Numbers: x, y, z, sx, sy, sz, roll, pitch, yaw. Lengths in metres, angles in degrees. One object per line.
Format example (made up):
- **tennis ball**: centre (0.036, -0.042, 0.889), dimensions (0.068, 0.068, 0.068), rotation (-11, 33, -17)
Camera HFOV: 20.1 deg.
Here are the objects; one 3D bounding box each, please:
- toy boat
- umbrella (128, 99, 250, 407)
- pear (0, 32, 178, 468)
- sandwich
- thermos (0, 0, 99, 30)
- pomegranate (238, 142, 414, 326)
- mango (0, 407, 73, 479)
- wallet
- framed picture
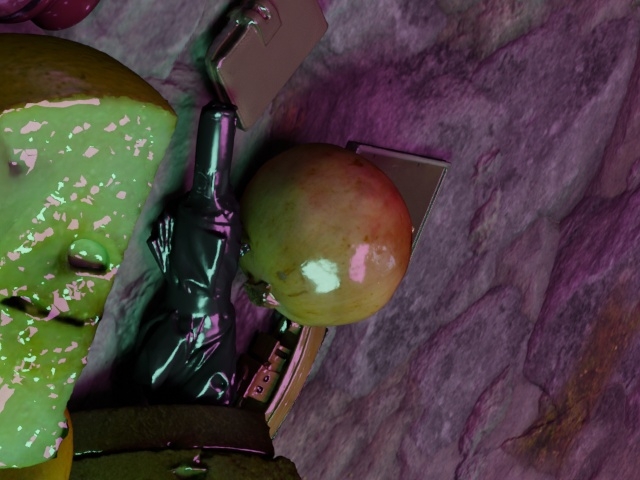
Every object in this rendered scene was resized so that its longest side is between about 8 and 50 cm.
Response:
- **toy boat**: centre (-0.063, 0.152, 1.985), dimensions (0.072, 0.064, 0.206), rotation (27, 89, -38)
- **umbrella**: centre (-0.118, 0.026, 1.780), dimensions (0.118, 0.118, 0.340), rotation (-18, 126, -47)
- **pear**: centre (-0.317, -0.012, 1.394), dimensions (0.318, 0.238, 0.342), rotation (7, 113, -42)
- **sandwich**: centre (-0.163, 0.245, 1.798), dimensions (0.292, 0.109, 0.212), rotation (-10, 150, 4)
- **thermos**: centre (-0.285, -0.228, 1.372), dimensions (0.330, 0.109, 0.136), rotation (24, 84, -57)
- **pomegranate**: centre (0.002, -0.003, 1.848), dimensions (0.191, 0.191, 0.191), rotation (-32, 136, -37)
- **mango**: centre (-0.299, 0.208, 1.653), dimensions (0.195, 0.137, 0.098), rotation (-70, -168, -20)
- **wallet**: centre (-0.055, -0.195, 1.770), dimensions (0.152, 0.039, 0.118), rotation (-51, 147, -23)
- **framed picture**: centre (0.068, -0.034, 2.067), dimensions (0.203, 0.015, 0.150), rotation (5, 108, -55)
